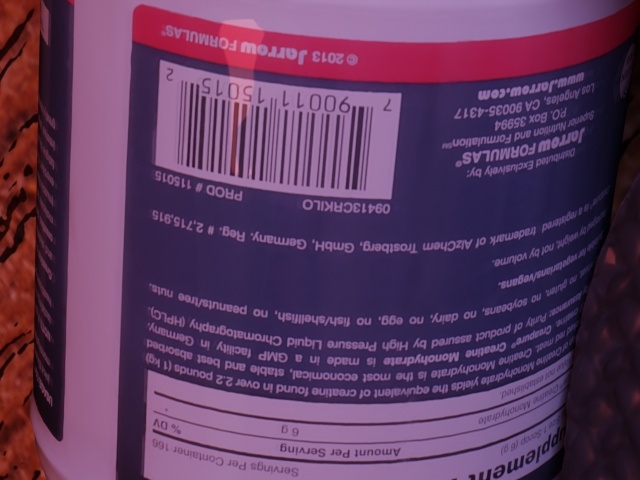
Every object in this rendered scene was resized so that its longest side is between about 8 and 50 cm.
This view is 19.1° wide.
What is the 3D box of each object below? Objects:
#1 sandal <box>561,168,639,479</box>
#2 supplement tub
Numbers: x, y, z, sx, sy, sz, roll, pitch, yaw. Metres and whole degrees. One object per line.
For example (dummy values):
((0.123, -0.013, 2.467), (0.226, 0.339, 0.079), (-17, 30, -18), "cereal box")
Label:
((0.160, 0.132, 0.598), (0.167, 0.107, 0.446), (17, 110, 34), "sandal")
((0.000, 0.000, 0.637), (0.191, 0.191, 0.272), (22, 120, 32), "supplement tub")
